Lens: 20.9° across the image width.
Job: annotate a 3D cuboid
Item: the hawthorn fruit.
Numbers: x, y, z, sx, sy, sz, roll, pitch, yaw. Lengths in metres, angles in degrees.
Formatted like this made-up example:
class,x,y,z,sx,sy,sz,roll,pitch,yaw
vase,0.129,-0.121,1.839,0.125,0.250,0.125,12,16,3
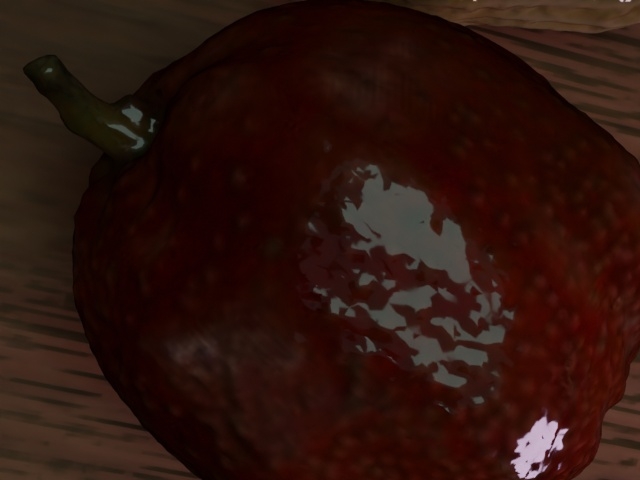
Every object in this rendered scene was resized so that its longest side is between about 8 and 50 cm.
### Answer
class,x,y,z,sx,sy,sz,roll,pitch,yaw
hawthorn fruit,0.000,0.000,0.655,0.253,0.205,0.205,36,78,-11

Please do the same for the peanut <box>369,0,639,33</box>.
class,x,y,z,sx,sy,sz,roll,pitch,yaw
peanut,0.072,-0.135,0.738,0.194,0.083,0.093,3,100,-17
